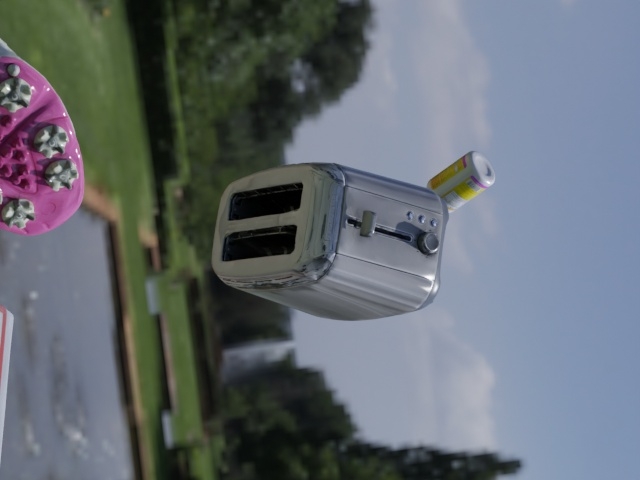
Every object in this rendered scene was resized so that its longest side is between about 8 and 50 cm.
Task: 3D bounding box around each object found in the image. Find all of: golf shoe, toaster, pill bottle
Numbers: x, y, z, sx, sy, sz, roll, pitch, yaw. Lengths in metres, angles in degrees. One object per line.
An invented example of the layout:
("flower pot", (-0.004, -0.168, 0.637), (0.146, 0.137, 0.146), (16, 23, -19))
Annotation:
("golf shoe", (-0.280, -0.134, 1.245), (0.306, 0.115, 0.140), (56, 1, -36))
("toaster", (0.000, 0.000, 1.576), (0.227, 0.146, 0.129), (-5, -109, 51))
("pill bottle", (0.144, -0.058, 1.811), (0.043, 0.083, 0.043), (36, 34, -30))

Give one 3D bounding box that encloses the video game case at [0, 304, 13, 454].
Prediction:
("video game case", (-0.268, 0.078, 0.933), (0.285, 0.025, 0.204), (45, 39, -53))
